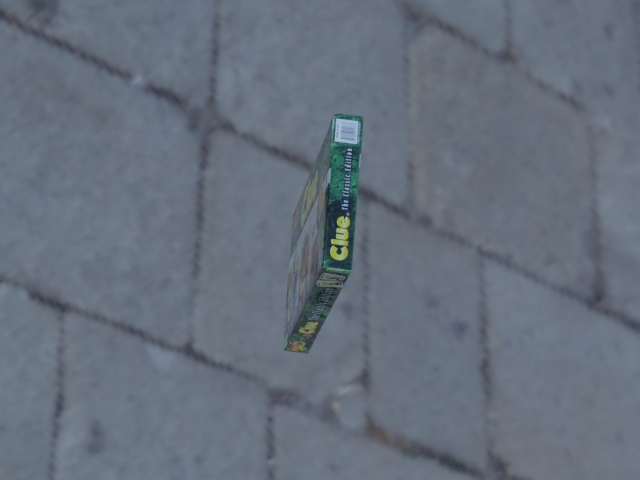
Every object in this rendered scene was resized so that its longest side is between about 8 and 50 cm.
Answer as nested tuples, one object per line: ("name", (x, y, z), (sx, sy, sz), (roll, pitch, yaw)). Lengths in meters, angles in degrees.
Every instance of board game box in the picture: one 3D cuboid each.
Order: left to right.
("board game box", (0.000, 0.000, 1.651), (0.030, 0.259, 0.136), (9, 70, -6))
